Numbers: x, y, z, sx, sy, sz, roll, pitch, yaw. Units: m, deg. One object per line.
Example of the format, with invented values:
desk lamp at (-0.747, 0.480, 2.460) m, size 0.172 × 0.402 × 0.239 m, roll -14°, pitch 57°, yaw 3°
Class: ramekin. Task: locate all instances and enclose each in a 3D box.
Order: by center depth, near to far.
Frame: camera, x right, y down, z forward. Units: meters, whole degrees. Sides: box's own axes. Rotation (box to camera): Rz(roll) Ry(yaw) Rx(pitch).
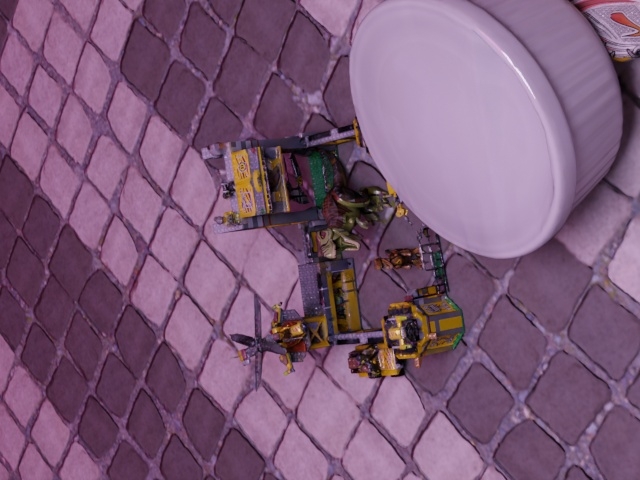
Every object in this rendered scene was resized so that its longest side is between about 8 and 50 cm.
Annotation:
ramekin at (0.163, -0.128, 1.434) m, size 0.273 × 0.127 × 0.273 m, roll 37°, pitch 144°, yaw 33°

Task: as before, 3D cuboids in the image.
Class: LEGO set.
LEGO set at (0.000, 0.000, 1.625) m, size 0.255 × 0.192 × 0.331 m, roll 3°, pitch 98°, yaw 46°

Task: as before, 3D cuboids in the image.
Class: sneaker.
sneaker at (0.306, -0.200, 1.371) m, size 0.225 × 0.088 × 0.093 m, roll 34°, pitch 126°, yaw 47°
